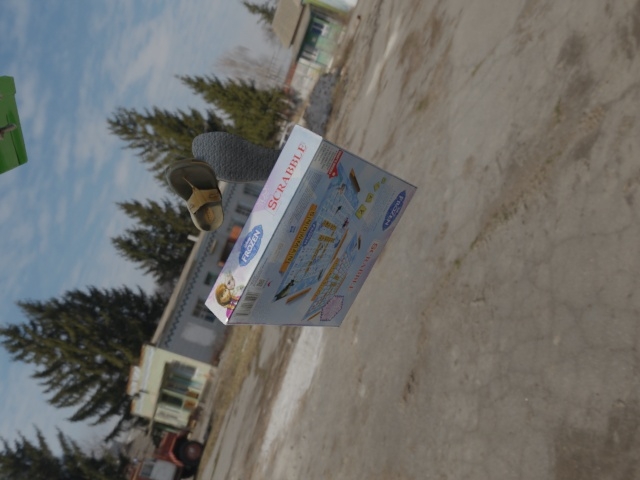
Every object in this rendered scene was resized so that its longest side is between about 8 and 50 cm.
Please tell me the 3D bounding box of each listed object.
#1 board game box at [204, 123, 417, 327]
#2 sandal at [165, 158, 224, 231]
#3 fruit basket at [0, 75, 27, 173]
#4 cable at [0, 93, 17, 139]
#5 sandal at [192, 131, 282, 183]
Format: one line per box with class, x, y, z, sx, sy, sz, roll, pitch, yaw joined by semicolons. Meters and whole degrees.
board game box;0.000;0.000;0.927;0.318;0.066;0.319;15;-73;-54
sandal;-0.191;-0.064;0.867;0.049;0.072;0.180;59;168;33
fruit basket;-0.754;-0.241;0.919;0.283;0.391;0.392;-112;42;-71
cable;-0.593;-0.128;0.787;0.287;0.140;0.072;-35;5;-11
sandal;-0.139;-0.157;1.110;0.054;0.254;0.097;-178;98;-70
